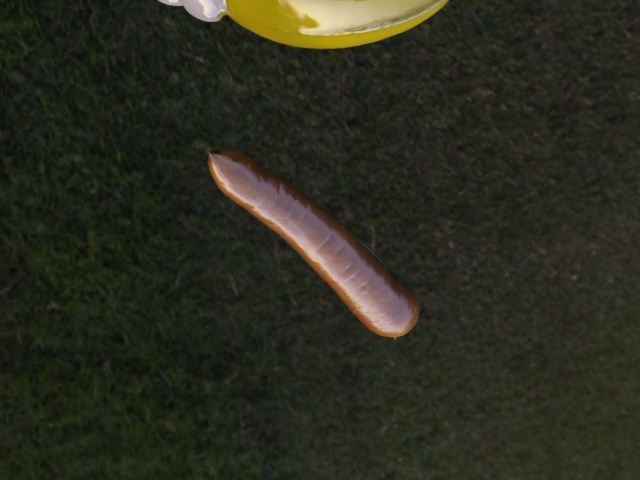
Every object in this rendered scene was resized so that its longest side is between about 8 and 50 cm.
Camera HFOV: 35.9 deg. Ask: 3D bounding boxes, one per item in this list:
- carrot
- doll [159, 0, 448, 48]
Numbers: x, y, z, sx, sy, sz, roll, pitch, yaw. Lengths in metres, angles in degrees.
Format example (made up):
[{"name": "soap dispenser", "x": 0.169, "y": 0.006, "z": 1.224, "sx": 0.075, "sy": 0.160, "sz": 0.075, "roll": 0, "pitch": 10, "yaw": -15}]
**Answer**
[{"name": "carrot", "x": 0.000, "y": 0.000, "z": 0.553, "sx": 0.037, "sy": 0.037, "sz": 0.190, "roll": -39, "pitch": 130, "yaw": 8}, {"name": "doll", "x": 0.017, "y": -0.211, "z": 0.526, "sx": 0.237, "sy": 0.252, "sz": 0.111, "roll": -62, "pitch": 143, "yaw": -20}]
